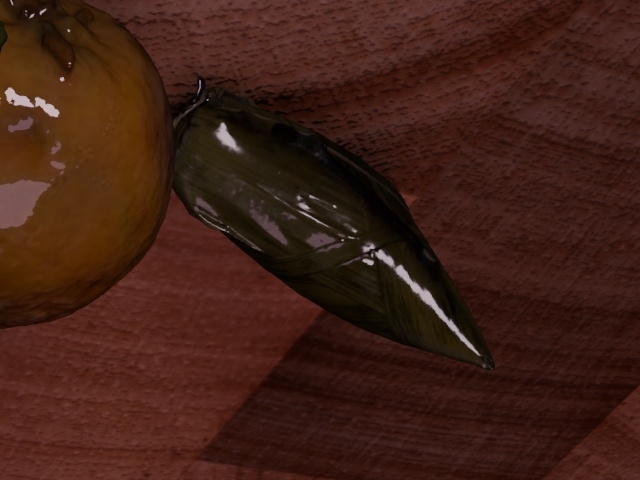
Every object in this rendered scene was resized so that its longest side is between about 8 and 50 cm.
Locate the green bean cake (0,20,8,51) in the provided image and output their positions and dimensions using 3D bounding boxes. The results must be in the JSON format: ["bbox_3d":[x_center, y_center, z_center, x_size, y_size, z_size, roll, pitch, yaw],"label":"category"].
[{"bbox_3d":[-0.335,-0.080,0.876,0.335,0.319,0.218,-8,113,-53],"label":"green bean cake"}]

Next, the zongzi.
[{"bbox_3d":[-0.001,-0.002,1.268,0.205,0.204,0.094,30,105,-42],"label":"zongzi"}]

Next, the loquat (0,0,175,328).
[{"bbox_3d":[-0.194,-0.044,1.149,0.238,0.193,0.238,-6,136,-5],"label":"loquat"}]
